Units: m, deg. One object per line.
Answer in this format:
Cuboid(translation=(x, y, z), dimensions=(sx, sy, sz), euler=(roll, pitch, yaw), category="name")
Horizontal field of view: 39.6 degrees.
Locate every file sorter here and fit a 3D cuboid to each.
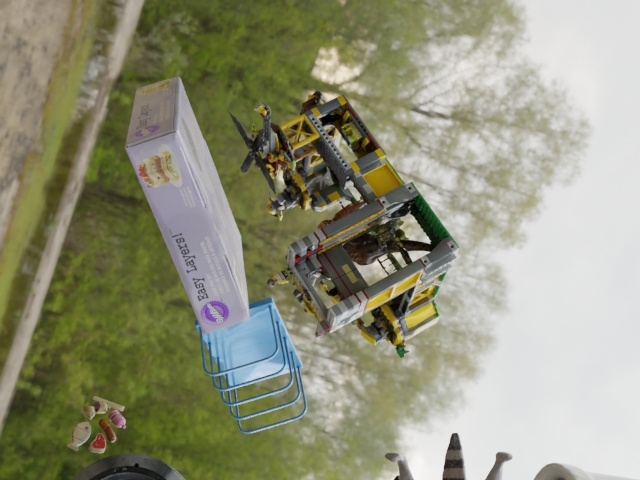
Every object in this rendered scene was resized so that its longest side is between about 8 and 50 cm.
Cuboid(translation=(-0.096, 0.188, 1.300), dimensions=(0.170, 0.118, 0.105), euler=(70, 4, -45), category="file sorter")

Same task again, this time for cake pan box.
Cuboid(translation=(-0.159, -0.048, 1.108), dimensions=(0.246, 0.070, 0.267), euler=(-104, 175, -63), category="cake pan box")

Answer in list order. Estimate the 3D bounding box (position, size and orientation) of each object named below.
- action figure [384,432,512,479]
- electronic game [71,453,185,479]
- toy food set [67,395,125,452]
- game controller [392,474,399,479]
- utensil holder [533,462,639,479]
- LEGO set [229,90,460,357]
Cuboid(translation=(0.271, 0.495, 1.442), dimensions=(0.178, 0.341, 0.330), euler=(-54, 137, -81), category="action figure")
Cuboid(translation=(-0.297, 0.443, 1.358), dimensions=(0.048, 0.229, 0.229), euler=(110, -5, -70), category="electronic game")
Cuboid(translation=(-0.355, 0.297, 1.437), dimensions=(0.122, 0.077, 0.019), euler=(-85, -160, -57), category="toy food set")
Cuboid(translation=(0.087, 0.541, 1.622), dimensions=(0.166, 0.067, 0.319), euler=(-40, 159, -28), category="game controller")
Cuboid(translation=(0.484, 0.490, 1.188), dimensions=(0.327, 0.385, 0.328), euler=(-171, -90, -87), category="utensil holder")
Cuboid(translation=(0.000, 0.000, 1.054), dimensions=(0.331, 0.192, 0.255), euler=(59, -17, 12), category="LEGO set")
